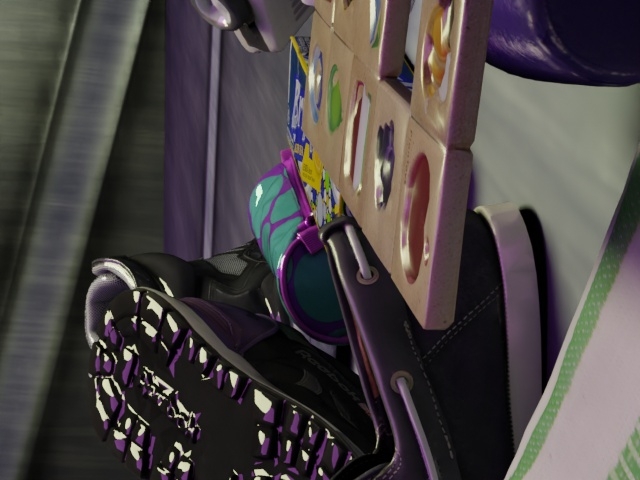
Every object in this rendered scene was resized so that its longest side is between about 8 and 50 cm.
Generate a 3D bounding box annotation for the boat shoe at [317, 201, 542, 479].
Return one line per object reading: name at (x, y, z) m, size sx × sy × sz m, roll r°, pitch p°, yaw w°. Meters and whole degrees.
boat shoe at (0.038, 0.103, 0.592) m, size 0.084 × 0.079 × 0.233 m, roll 148°, pitch 120°, yaw -78°

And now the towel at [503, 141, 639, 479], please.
towel at (0.096, 0.138, 0.341) m, size 0.248 × 0.038 × 0.325 m, roll 102°, pitch 165°, yaw -50°

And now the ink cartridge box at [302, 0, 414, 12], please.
ink cartridge box at (0.039, -0.224, 0.733) m, size 0.225 × 0.056 × 0.181 m, roll -68°, pitch -15°, yaw -59°

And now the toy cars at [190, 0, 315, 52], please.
toy cars at (-0.020, -0.278, 0.793) m, size 0.087 × 0.176 × 0.394 m, roll 18°, pitch 111°, yaw 41°

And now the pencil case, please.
pencil case at (0.000, 0.000, 0.870) m, size 0.152 × 0.064 × 0.070 m, roll -121°, pitch 16°, yaw -72°

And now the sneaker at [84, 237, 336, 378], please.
sneaker at (-0.078, 0.043, 1.086) m, size 0.268 × 0.153 × 0.101 m, roll -149°, pitch 60°, yaw -80°

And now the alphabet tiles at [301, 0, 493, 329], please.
alphabet tiles at (0.023, -0.121, 0.409) m, size 0.198 × 0.009 × 0.237 m, roll -116°, pitch 32°, yaw -72°

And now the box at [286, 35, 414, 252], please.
box at (0.021, -0.045, 0.768) m, size 0.169 × 0.054 × 0.059 m, roll -111°, pitch 22°, yaw -65°

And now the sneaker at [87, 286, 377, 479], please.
sneaker at (0.011, 0.108, 0.753) m, size 0.283 × 0.124 × 0.107 m, roll 45°, pitch 120°, yaw 44°

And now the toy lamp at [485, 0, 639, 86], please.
toy lamp at (0.051, -0.106, 0.493) m, size 0.275 × 0.080 × 0.080 m, roll -114°, pitch 25°, yaw -67°
